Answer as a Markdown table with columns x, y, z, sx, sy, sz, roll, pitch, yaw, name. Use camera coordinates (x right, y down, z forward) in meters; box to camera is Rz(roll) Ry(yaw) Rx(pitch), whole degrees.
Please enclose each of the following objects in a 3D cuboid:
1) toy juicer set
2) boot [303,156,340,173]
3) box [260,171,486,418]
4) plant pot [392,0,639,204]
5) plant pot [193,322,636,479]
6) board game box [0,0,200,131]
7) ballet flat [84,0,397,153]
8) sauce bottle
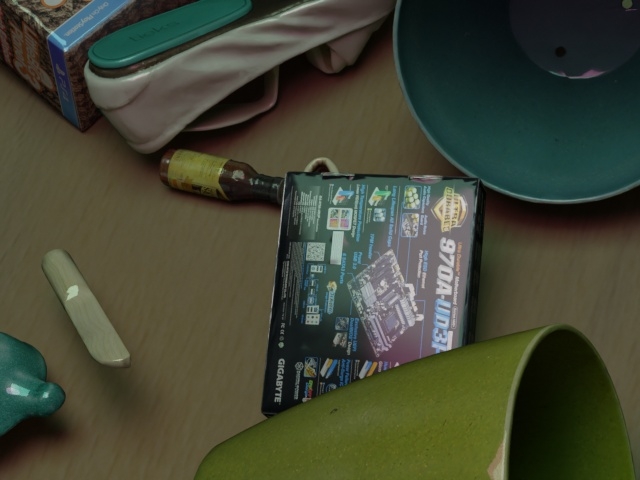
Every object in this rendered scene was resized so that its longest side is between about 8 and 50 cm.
| x | y | z | sx | sy | sz | roll | pitch | yaw | name |
| --- | --- | --- | --- | --- | --- | --- | --- | --- | --- |
| -0.311 | 0.110 | 1.537 | 0.329 | 0.089 | 0.209 | -19 | 37 | 9 | toy juicer set |
| 0.000 | 0.000 | 1.545 | 0.059 | 0.085 | 0.158 | -3 | 53 | 8 | boot |
| 0.047 | 0.052 | 1.461 | 0.175 | 0.051 | 0.220 | 2 | 77 | 15 | box |
| 0.227 | -0.198 | 1.556 | 0.290 | 0.290 | 0.195 | 1 | 17 | 14 | plant pot |
| 0.056 | 0.212 | 1.274 | 0.293 | 0.275 | 0.275 | -7 | 49 | 27 | plant pot |
| -0.268 | -0.303 | 1.768 | 0.291 | 0.141 | 0.232 | 40 | 68 | 20 | board game box |
| -0.044 | -0.206 | 1.690 | 0.400 | 0.139 | 0.139 | -27 | 51 | -16 | ballet flat |
| -0.093 | -0.060 | 1.640 | 0.128 | 0.042 | 0.042 | 13 | 57 | 24 | sauce bottle |
